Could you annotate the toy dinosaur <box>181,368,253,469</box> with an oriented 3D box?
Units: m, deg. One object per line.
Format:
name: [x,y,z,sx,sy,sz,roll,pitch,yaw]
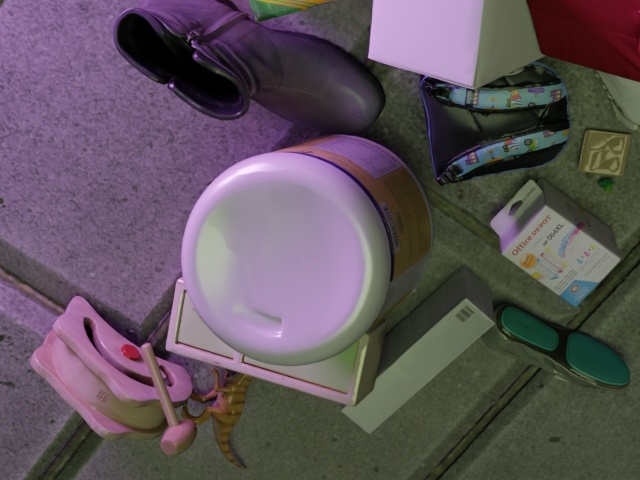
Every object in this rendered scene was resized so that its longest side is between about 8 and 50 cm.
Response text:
toy dinosaur: [-0.137,0.241,2.012,0.112,0.064,0.211,13,116,-4]

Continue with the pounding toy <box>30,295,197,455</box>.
pounding toy: [-0.245,0.168,1.933,0.269,0.154,0.155,43,113,13]

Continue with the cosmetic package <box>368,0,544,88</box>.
cosmetic package: [0.178,-0.375,1.594,0.155,0.197,0.365,21,118,30]

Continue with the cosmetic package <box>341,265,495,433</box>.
cosmetic package: [0.130,0.147,1.931,0.060,0.099,0.239,39,112,-17]

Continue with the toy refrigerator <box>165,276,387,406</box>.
toy refrigerator: [-0.060,0.125,1.882,0.269,0.094,0.102,16,105,16]

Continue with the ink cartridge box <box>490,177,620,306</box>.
ink cartridge box: [0.298,-0.003,1.851,0.143,0.090,0.092,34,113,-13]

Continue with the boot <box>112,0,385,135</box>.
boot: [-0.083,-0.188,1.712,0.338,0.223,0.118,25,114,-8]

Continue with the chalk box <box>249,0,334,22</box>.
chalk box: [0.011,-0.358,1.674,0.213,0.132,0.132,-15,114,11]

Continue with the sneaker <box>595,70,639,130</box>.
sneaker: [0.364,-0.204,1.743,0.290,0.106,0.123,37,134,-3]

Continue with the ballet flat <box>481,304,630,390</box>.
ballet flat: [0.315,0.152,1.948,0.213,0.072,0.068,26,142,-8]

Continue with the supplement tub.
supplement tub: [0.000,0.000,1.710,0.241,0.331,0.241,3,100,16]

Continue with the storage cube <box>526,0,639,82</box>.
storage cube: [0.345,-0.299,1.562,0.193,0.215,0.184,22,162,29]

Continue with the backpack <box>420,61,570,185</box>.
backpack: [0.215,-0.161,1.765,0.173,0.117,0.158,-8,115,8]

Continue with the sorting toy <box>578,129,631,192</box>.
sorting toy: [0.361,-0.100,1.843,0.062,0.012,0.083,5,113,-4]
